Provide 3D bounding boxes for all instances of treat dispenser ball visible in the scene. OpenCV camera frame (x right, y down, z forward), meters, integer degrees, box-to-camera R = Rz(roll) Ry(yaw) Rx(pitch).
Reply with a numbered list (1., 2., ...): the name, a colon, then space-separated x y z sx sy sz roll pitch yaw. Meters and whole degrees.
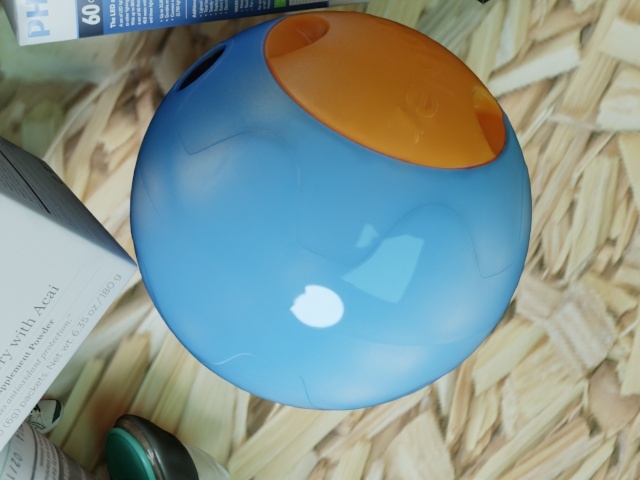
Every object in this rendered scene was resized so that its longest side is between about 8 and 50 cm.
1. treat dispenser ball: 0.007 -0.021 1.363 0.288 0.288 0.288 -18 127 -25

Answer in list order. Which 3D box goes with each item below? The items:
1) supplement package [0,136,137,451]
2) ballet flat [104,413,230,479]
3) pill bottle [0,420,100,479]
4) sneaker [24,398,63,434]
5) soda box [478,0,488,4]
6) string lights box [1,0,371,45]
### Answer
1. supplement package: -0.310 -0.009 1.297 0.293 0.175 0.177 31 99 -43
2. ballet flat: -0.131 0.236 1.647 0.096 0.095 0.280 -29 142 -30
3. pill bottle: -0.203 0.295 1.493 0.204 0.204 0.361 -47 118 0
4. sneaker: -0.247 0.142 1.537 0.083 0.032 0.037 -18 127 -26
5. soda box: 0.124 -0.278 1.511 0.060 0.053 0.169 -31 132 -16
6. string lights box: -0.096 -0.225 1.337 0.260 0.076 0.133 -8 123 -15
